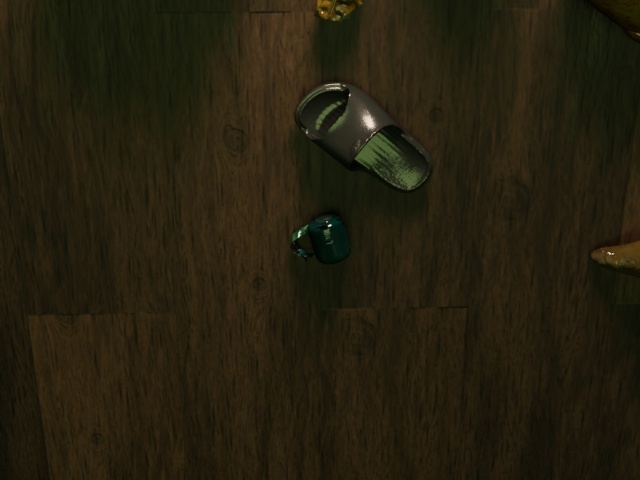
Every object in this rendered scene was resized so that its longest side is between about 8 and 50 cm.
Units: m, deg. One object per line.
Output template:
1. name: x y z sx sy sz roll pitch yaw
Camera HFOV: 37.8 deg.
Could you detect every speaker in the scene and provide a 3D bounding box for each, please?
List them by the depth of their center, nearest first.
1. speaker: 0.000 -0.002 1.525 0.094 0.060 0.075 1 117 36

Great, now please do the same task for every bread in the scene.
1. bread: 0.036 -0.372 1.369 0.066 0.060 0.110 26 111 20

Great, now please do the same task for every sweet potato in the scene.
1. sweet potato: 0.612 0.055 1.543 0.310 0.098 0.124 25 116 -8

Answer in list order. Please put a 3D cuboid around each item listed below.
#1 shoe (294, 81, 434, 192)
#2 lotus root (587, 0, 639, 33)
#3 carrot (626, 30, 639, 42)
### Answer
1. shoe: 0.075 -0.152 1.441 0.241 0.093 0.108 33 109 -16
2. lotus root: 0.455 -0.393 1.331 0.314 0.141 0.169 38 109 -25
3. carrot: 0.548 -0.289 1.435 0.190 0.037 0.037 27 109 -8
